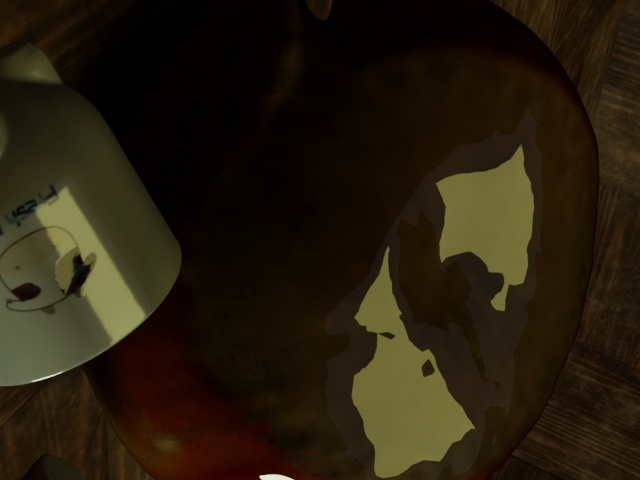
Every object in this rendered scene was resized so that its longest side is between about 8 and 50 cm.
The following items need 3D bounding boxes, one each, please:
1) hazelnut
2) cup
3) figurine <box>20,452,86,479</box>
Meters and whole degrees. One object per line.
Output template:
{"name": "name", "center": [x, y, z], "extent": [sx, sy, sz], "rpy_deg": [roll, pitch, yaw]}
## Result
{"name": "hazelnut", "center": [0.000, 0.000, 0.877], "extent": [0.359, 0.359, 0.409], "rpy_deg": [77, 36, -61]}
{"name": "cup", "center": [-0.182, -0.013, 0.652], "extent": [0.134, 0.173, 0.142], "rpy_deg": [-89, 156, -57]}
{"name": "figurine", "center": [-0.236, 0.255, 0.755], "extent": [0.161, 0.158, 0.275], "rpy_deg": [23, 91, -46]}
